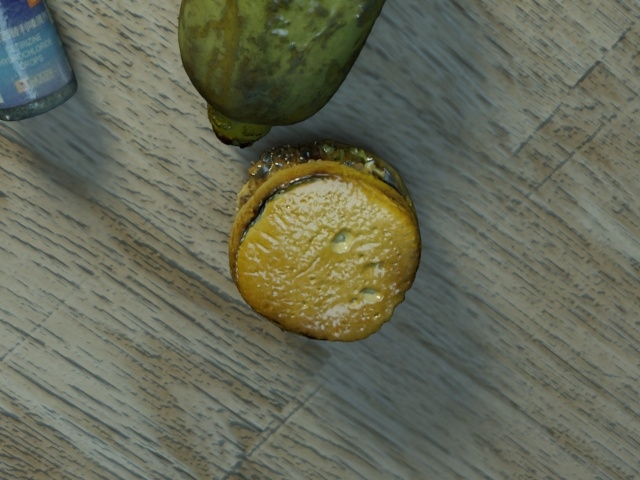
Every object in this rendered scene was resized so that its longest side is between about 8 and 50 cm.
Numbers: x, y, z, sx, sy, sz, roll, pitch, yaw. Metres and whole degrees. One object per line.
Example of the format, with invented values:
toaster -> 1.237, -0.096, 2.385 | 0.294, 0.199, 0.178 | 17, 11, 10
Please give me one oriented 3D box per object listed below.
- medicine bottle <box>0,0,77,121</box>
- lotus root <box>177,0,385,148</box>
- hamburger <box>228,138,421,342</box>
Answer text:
medicine bottle -> -0.287, -0.211, 1.535 | 0.083, 0.083, 0.203 | -19, 111, 4
lotus root -> -0.030, -0.211, 1.518 | 0.173, 0.173, 0.309 | 16, 117, -10
hamburger -> -0.001, -0.008, 1.617 | 0.182, 0.118, 0.191 | -37, 113, 8
